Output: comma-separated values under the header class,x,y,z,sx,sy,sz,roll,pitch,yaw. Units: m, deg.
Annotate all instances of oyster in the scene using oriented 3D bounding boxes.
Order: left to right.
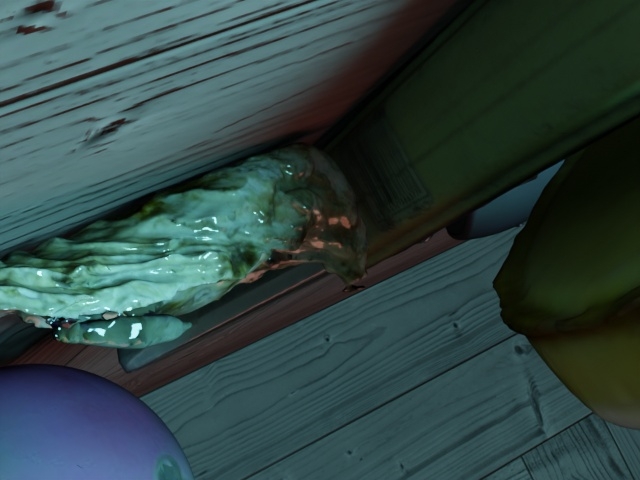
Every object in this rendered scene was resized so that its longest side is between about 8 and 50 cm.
class,x,y,z,sx,sy,sz,roll,pitch,yaw
oyster,-0.072,0.005,0.430,0.106,0.061,0.200,-9,-178,27

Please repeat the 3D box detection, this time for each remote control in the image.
class,x,y,z,sx,sy,sz,roll,pitch,yaw
remote control,0.000,0.000,0.657,0.247,0.052,0.104,-27,177,3

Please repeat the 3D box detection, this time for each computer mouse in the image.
class,x,y,z,sx,sy,sz,roll,pitch,yaw
computer mouse,0.176,-0.042,1.148,0.120,0.057,0.232,-25,175,-5

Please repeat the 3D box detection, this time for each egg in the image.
class,x,y,z,sx,sy,sz,roll,pitch,yaw
egg,-0.192,0.178,0.686,0.271,0.196,0.196,-37,172,18

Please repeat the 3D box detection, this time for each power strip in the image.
class,x,y,z,sx,sy,sz,roll,pitch,yaw
power strip,0.089,-0.060,0.403,0.092,0.066,0.387,-27,176,-22

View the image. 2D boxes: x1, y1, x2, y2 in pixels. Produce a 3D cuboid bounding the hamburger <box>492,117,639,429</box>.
class,x,y,z,sx,sy,sz,roll,pitch,yaw
hamburger,0.222,-0.018,0.407,0.303,0.186,0.261,-46,-174,37
